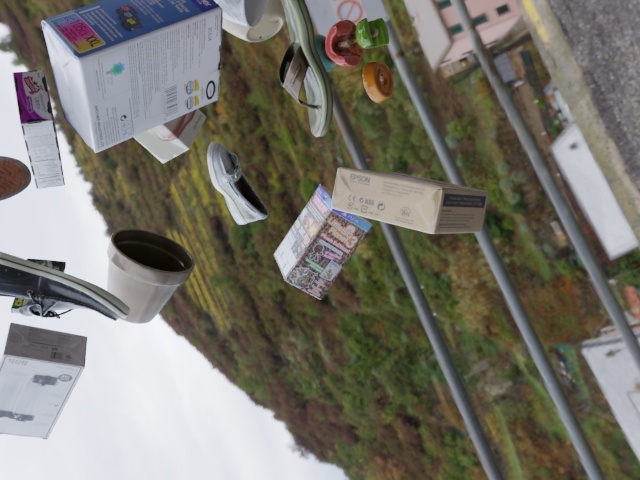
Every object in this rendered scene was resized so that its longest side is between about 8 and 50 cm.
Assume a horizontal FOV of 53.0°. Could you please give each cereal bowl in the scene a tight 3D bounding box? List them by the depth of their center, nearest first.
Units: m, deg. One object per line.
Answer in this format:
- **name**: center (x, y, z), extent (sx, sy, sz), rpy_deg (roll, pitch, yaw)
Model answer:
- **cereal bowl**: center (-0.202, -0.703, 1.565), extent (0.339, 0.141, 0.338), rpy_deg (14, -90, -86)

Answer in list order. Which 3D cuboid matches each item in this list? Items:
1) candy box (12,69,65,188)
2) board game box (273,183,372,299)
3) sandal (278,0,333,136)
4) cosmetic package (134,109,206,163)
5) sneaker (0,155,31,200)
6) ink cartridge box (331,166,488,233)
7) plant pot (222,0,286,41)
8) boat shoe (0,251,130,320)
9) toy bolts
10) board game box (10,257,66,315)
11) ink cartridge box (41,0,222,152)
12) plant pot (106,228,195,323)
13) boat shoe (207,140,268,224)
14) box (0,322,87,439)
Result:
- **candy box**: center (-0.651, -0.253, 1.492), extent (0.233, 0.071, 0.159), rpy_deg (113, 141, -55)
- **board game box**: center (0.000, 0.000, 2.056), extent (0.141, 0.291, 0.232), rpy_deg (30, -169, -21)
- **sandal**: center (-0.047, -0.353, 1.291), extent (0.120, 0.086, 0.302), rpy_deg (-143, 34, -69)
- **cosmetic package**: center (-0.481, -0.379, 1.786), extent (0.296, 0.129, 0.153), rpy_deg (44, -136, -32)
- **sneaker**: center (-0.807, -0.119, 1.421), extent (0.121, 0.302, 0.108), rpy_deg (0, 106, 45)
- **ink cartridge box**: center (0.171, -0.078, 1.231), extent (0.235, 0.193, 0.088), rpy_deg (16, 102, 37)
- **plant pot**: center (-0.209, -0.726, 1.968), extent (0.284, 0.284, 0.190), rpy_deg (91, 154, -79)
- **boat shoe**: center (-0.810, 0.159, 1.898), extent (0.187, 0.501, 0.155), rpy_deg (108, 180, -76)
- **toy bolts**: center (0.049, -0.421, 1.534), extent (0.229, 0.159, 0.218), rpy_deg (-18, -82, -51)
- **board game box**: center (-0.984, 0.160, 2.251), extent (0.259, 0.136, 0.030), rpy_deg (-102, 26, -51)
- **ink cartridge box**: center (-0.364, -0.394, 1.396), extent (0.151, 0.396, 0.270), rpy_deg (48, 150, 21)
- **plant pot**: center (-0.681, 0.151, 2.445), extent (0.323, 0.280, 0.323), rpy_deg (24, -163, -8)
- **boat shoe**: center (-0.261, -0.180, 2.005), extent (0.118, 0.103, 0.320), rpy_deg (-84, -20, -47)
- **box**: center (-0.647, 0.320, 1.428), extent (0.290, 0.169, 0.087), rpy_deg (-56, 33, 31)
